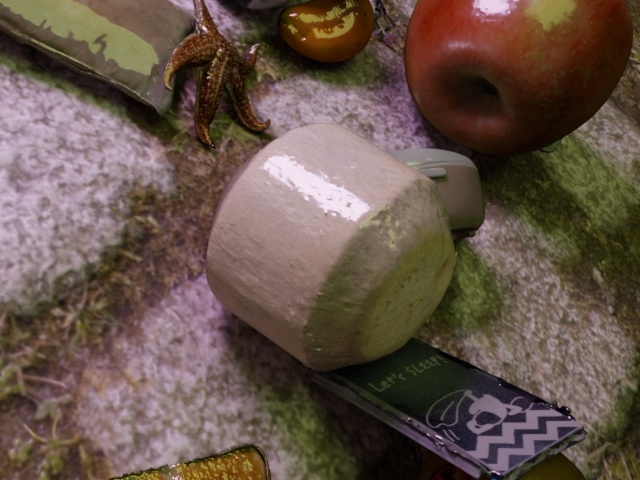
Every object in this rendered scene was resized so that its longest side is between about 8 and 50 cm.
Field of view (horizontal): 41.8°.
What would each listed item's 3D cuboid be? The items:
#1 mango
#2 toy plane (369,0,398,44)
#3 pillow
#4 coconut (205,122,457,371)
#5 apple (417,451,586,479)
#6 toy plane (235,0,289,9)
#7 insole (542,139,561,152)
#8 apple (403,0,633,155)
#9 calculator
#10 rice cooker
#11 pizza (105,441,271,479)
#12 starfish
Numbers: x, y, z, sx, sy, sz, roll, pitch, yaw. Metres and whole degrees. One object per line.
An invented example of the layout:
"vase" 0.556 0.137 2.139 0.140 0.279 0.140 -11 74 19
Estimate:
"mango" 0.008 -0.309 1.226 0.159 0.084 0.105 -23 90 -24
"toy plane" 0.083 -0.366 1.336 0.031 0.049 0.121 -33 98 -43
"pillow" -0.290 -0.275 1.000 0.302 0.075 0.185 26 49 -21
"coconut" 0.000 0.000 0.895 0.266 0.237 0.237 31 41 25
"apple" 0.187 0.277 0.871 0.182 0.182 0.155 5 49 -31
"toy plane" -0.038 -0.392 1.169 0.252 0.252 0.118 -18 100 -40
"insole" 0.434 -0.249 1.517 0.109 0.007 0.322 43 45 1
"apple" 0.280 -0.273 1.226 0.319 0.319 0.277 32 64 -11
"calculator" 0.127 0.167 0.887 0.165 0.028 0.274 -12 23 -37
"rice cooker" 0.118 -0.046 1.071 0.206 0.145 0.127 -11 76 -35
"pizza" -0.126 0.264 0.764 0.176 0.036 0.185 15 54 -22
"starfish" -0.133 -0.232 1.053 0.213 0.057 0.238 -4 84 -62
